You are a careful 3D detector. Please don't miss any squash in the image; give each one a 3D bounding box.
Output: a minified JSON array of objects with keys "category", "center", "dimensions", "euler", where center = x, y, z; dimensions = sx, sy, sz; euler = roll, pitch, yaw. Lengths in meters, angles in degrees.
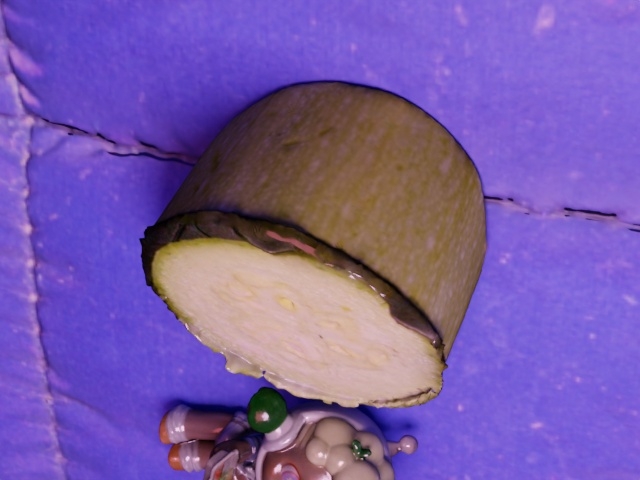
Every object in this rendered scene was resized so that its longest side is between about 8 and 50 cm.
[{"category":"squash","center":[-0.003,0.014,1.143],"dimensions":[0.220,0.133,0.220],"euler":[15,144,11]}]

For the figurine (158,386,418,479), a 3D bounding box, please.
[{"category":"figurine","center":[-0.029,0.162,1.245],"dimensions":[0.197,0.093,0.147],"euler":[-2,126,24]}]
